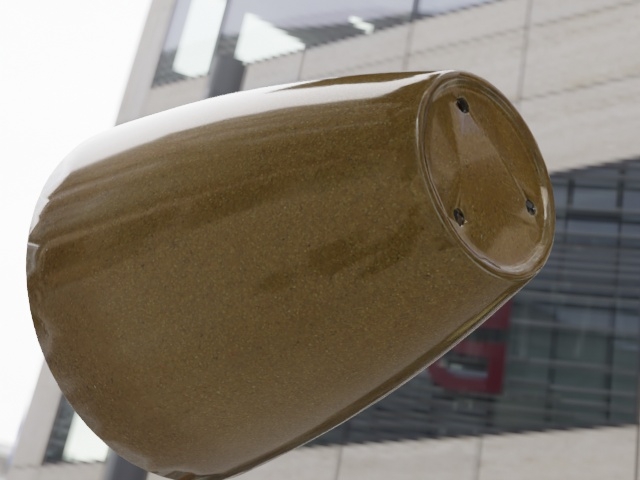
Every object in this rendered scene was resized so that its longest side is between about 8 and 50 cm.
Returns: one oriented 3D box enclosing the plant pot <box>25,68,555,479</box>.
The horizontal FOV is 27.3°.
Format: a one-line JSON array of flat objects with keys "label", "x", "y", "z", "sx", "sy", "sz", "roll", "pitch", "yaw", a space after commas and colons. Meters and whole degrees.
[{"label": "plant pot", "x": 0.000, "y": 0.000, "z": 0.767, "sx": 0.254, "sy": 0.237, "sz": 0.237, "roll": -23, "pitch": -44, "yaw": 40}]
